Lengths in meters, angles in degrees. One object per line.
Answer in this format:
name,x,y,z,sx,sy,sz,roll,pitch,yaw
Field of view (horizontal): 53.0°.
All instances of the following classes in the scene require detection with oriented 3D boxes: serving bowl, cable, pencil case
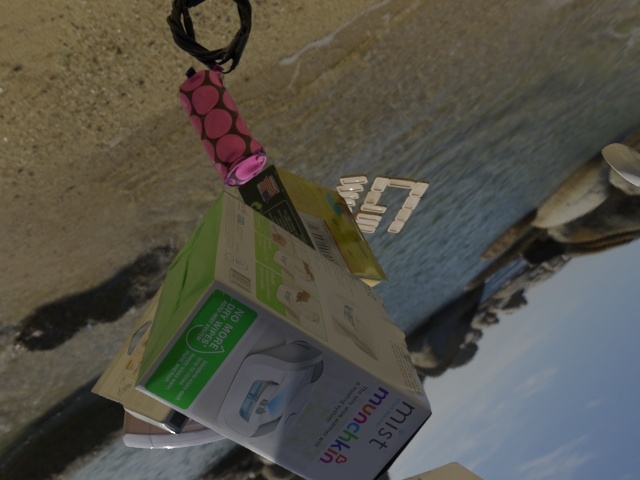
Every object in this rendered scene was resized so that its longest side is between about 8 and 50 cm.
serving bowl,0.464,-0.118,0.962,0.083,0.083,0.027,-21,155,-52
cable,-0.197,-0.402,1.168,0.047,0.150,0.184,-16,-127,61
pencil case,-0.166,-0.198,1.107,0.098,0.209,0.095,-33,163,12

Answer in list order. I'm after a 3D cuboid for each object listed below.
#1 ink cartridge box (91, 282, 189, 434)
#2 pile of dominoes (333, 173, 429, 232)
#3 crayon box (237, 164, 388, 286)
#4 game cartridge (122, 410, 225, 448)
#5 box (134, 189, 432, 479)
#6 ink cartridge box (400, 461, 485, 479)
ink cartridge box,-0.294,0.220,1.269,0.060,0.239,0.275,51,57,-38
pile of dominoes,0.117,-0.095,1.480,0.196,0.040,0.251,8,152,-8
crayon box,0.000,0.000,1.121,0.081,0.202,0.318,-32,162,18
game cartridge,-0.281,0.361,1.421,0.297,0.198,0.062,-8,119,-8
box,-0.037,0.088,0.651,0.127,0.231,0.262,-52,-162,12
ink cartridge box,0.138,0.332,0.583,0.086,0.148,0.203,-6,103,-32
